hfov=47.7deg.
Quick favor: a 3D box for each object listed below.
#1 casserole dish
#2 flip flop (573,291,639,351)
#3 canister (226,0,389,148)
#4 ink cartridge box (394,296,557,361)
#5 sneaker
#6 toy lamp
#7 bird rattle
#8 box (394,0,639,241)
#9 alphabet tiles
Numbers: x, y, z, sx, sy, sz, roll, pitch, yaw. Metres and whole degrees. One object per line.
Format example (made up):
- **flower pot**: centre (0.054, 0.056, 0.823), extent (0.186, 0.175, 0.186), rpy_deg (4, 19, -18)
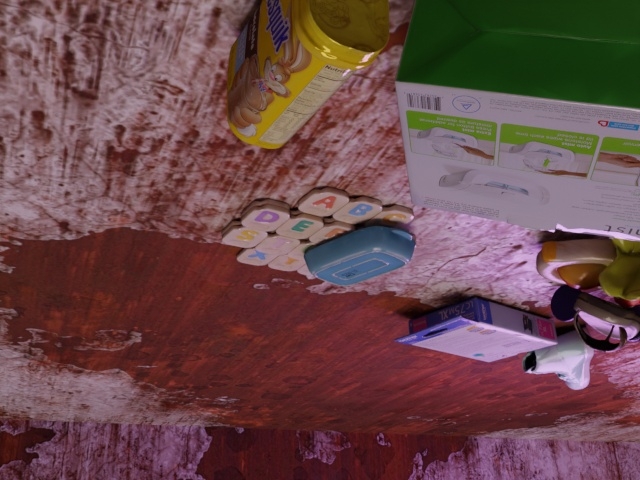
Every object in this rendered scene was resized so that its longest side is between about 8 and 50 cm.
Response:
- **casserole dish**: centre (0.059, 0.029, 1.113), extent (0.188, 0.037, 0.114), rpy_deg (-22, 148, 39)
- **flip flop**: centre (0.468, 0.144, 1.200), extent (0.112, 0.080, 0.277), rpy_deg (18, 178, 24)
- **canister**: centre (-0.018, -0.167, 0.618), extent (0.073, 0.126, 0.170), rpy_deg (11, 154, -26)
- **ink cartridge box**: centre (0.321, 0.186, 1.499), extent (0.311, 0.065, 0.186), rpy_deg (15, 151, -37)
- **sneaker**: centre (0.543, 0.283, 1.684), extent (0.151, 0.094, 0.256), rpy_deg (-12, 145, 8)
- **toy lamp**: centre (0.565, 0.146, 1.412), extent (0.275, 0.080, 0.080), rpy_deg (18, 149, -34)
- **bird rattle**: centre (0.452, 0.033, 1.155), extent (0.207, 0.143, 0.253), rpy_deg (2, 171, 19)
- **box**: centre (0.215, -0.111, 0.677), extent (0.262, 0.126, 0.231), rpy_deg (9, 159, 16)
- **alphabet tiles**: centre (0.000, 0.000, 1.115), extent (0.284, 0.021, 0.278), rpy_deg (13, 151, -29)
